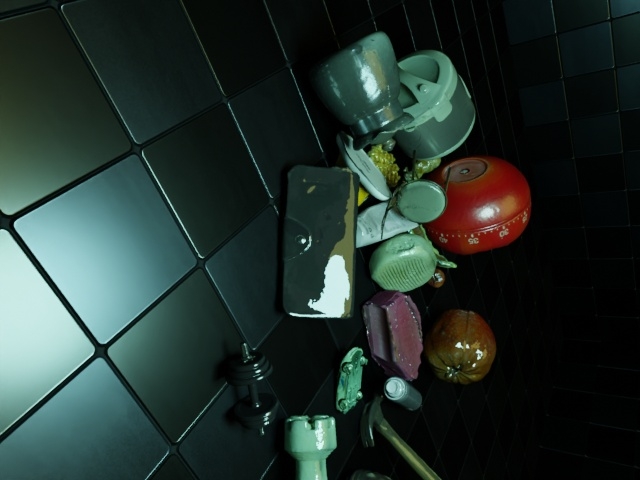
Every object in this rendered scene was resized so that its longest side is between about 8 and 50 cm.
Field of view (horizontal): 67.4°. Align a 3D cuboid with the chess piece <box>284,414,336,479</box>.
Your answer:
[{"bbox_3d":[-0.020,0.558,1.088,0.195,0.195,0.298,17,67,-51],"label":"chess piece"}]

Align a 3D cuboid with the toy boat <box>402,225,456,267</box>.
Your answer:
[{"bbox_3d":[0.325,-0.015,1.560,0.109,0.099,0.292,0,57,-56],"label":"toy boat"}]

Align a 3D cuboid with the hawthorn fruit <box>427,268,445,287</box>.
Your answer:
[{"bbox_3d":[0.429,0.138,1.776,0.077,0.077,0.077,4,85,-53],"label":"hawthorn fruit"}]

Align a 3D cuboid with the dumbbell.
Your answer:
[{"bbox_3d":[-0.141,0.309,0.996,0.099,0.099,0.208,-23,107,-51],"label":"dumbbell"}]

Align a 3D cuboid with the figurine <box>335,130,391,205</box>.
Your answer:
[{"bbox_3d":[0.076,-0.171,1.327,0.167,0.141,0.249,23,34,-43],"label":"figurine"}]

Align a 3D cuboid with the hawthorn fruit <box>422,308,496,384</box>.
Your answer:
[{"bbox_3d":[0.493,0.376,1.716,0.258,0.259,0.261,38,40,-45],"label":"hawthorn fruit"}]

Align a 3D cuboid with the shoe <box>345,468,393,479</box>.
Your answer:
[{"bbox_3d":[0.225,0.765,1.337,0.384,0.237,0.171,49,49,-41],"label":"shoe"}]

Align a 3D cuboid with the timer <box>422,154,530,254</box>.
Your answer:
[{"bbox_3d":[0.520,-0.129,1.655,0.378,0.378,0.279,-53,134,-40],"label":"timer"}]

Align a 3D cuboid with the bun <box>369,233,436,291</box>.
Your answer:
[{"bbox_3d":[0.247,0.061,1.460,0.221,0.221,0.108,39,29,-45],"label":"bun"}]

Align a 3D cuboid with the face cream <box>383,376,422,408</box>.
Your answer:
[{"bbox_3d":[0.252,0.470,1.471,0.283,0.073,0.073,50,50,-58],"label":"face cream"}]

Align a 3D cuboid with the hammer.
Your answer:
[{"bbox_3d":[0.278,0.653,1.446,0.440,0.044,0.168,48,46,-11],"label":"hammer"}]

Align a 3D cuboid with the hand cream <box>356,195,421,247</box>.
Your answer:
[{"bbox_3d":[0.175,-0.052,1.419,0.336,0.076,0.121,-23,76,-43],"label":"hand cream"}]

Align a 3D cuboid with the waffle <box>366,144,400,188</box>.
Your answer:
[{"bbox_3d":[0.195,-0.217,1.506,0.192,0.046,0.160,50,48,-42],"label":"waffle"}]

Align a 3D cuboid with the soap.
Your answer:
[{"bbox_3d":[0.229,0.299,1.477,0.182,0.112,0.288,-24,109,-47],"label":"soap"}]

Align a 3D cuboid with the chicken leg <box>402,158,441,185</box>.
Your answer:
[{"bbox_3d":[0.358,-0.270,1.679,0.227,0.103,0.088,-55,145,-34],"label":"chicken leg"}]

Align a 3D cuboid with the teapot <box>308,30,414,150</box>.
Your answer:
[{"bbox_3d":[0.108,-0.362,1.275,0.224,0.305,0.285,-32,104,-17],"label":"teapot"}]

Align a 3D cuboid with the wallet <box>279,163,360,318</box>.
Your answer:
[{"bbox_3d":[0.000,0.000,1.167,0.197,0.051,0.376,5,84,-19],"label":"wallet"}]

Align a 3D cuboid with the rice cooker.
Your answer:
[{"bbox_3d":[0.317,-0.423,1.496,0.277,0.289,0.288,38,59,-44],"label":"rice cooker"}]

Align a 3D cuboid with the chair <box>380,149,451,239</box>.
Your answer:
[{"bbox_3d":[0.280,-0.117,1.390,0.325,0.170,0.159,-68,-178,-53],"label":"chair"}]

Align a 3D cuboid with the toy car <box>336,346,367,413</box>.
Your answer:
[{"bbox_3d":[0.079,0.379,1.315,0.093,0.058,0.185,-9,107,-53],"label":"toy car"}]
